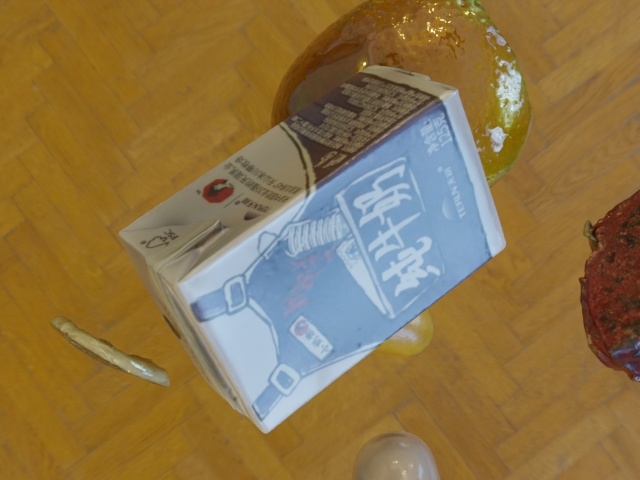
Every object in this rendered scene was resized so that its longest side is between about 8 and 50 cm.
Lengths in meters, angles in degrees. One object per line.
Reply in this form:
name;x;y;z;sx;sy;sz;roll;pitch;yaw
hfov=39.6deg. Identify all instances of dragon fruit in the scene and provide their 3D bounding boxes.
dragon fruit;0.430;0.043;1.047;0.317;0.152;0.205;-27;41;0

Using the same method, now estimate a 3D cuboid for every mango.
mango;0.062;0.088;1.207;0.219;0.112;0.144;27;52;-22

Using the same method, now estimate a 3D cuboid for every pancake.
pancake;-0.248;0.133;1.048;0.158;0.158;0.028;27;75;3

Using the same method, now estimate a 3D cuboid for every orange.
orange;0.076;-0.135;1.027;0.335;0.196;0.262;-31;94;32

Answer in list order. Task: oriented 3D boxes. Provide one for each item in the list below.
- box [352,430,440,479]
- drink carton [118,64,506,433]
box;0.083;0.288;0.868;0.088;0.146;0.200;-10;83;7
drink carton;-0.001;0.000;0.590;0.222;0.102;0.134;-36;126;-16
